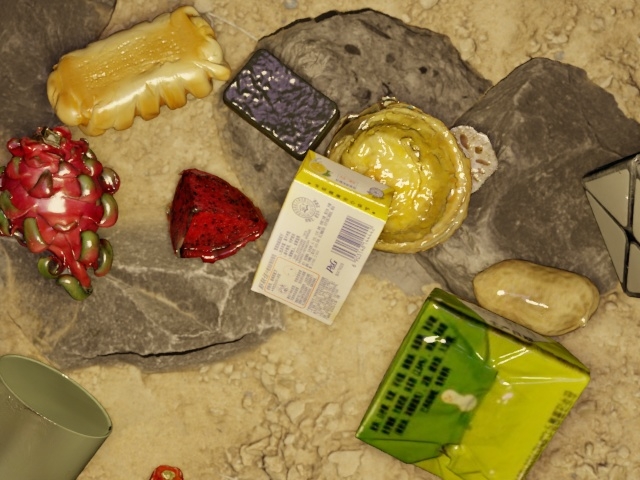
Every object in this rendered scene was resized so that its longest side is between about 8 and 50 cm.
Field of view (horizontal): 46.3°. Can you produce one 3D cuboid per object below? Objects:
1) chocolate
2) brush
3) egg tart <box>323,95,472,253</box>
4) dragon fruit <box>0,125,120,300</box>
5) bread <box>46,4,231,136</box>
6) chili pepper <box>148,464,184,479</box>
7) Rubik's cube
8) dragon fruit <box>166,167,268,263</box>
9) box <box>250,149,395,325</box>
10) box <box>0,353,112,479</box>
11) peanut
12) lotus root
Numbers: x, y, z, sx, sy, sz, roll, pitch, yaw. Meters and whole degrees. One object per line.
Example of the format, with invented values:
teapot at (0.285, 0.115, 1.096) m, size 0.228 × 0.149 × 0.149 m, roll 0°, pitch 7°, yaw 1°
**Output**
chocolate at (0.251, 0.257, 1.279) m, size 0.288 × 0.137 × 0.301 m, roll 25°, pitch 112°, yaw 0°
brush at (-0.071, -0.247, 1.362) m, size 0.197 × 0.059 × 0.123 m, roll 37°, pitch 87°, yaw 0°
egg tart at (0.120, -0.110, 1.297) m, size 0.290 × 0.107 × 0.291 m, roll 3°, pitch 98°, yaw 21°
dragon fruit at (-0.444, -0.055, 1.288) m, size 0.218 × 0.198 × 0.273 m, roll -30°, pitch 75°, yaw -32°
bread at (-0.322, -0.291, 1.321) m, size 0.311 × 0.121 × 0.173 m, roll -23°, pitch 73°, yaw -7°
chili pepper at (-0.282, 0.469, 1.344) m, size 0.073 × 0.070 × 0.123 m, roll 18°, pitch 93°, yaw 43°
Rubik's cube at (0.638, -0.056, 1.270) m, size 0.259 × 0.260 × 0.255 m, roll -23°, pitch 90°, yaw -4°
dragon fruit at (-0.190, -0.041, 1.355) m, size 0.161 × 0.120 × 0.127 m, roll 10°, pitch 45°, yaw -25°
box at (0.000, 0.000, 1.269) m, size 0.168 × 0.097 × 0.265 m, roll 24°, pitch 129°, yaw 1°
box at (-0.489, 0.318, 1.264) m, size 0.226 × 0.226 × 0.149 m, roll 37°, pitch 88°, yaw 0°
peanut at (0.379, 0.103, 1.327) m, size 0.224 × 0.129 × 0.129 m, roll 10°, pitch 89°, yaw 6°
lotus root at (0.251, -0.140, 1.354) m, size 0.112 × 0.081 × 0.122 m, roll 43°, pitch 89°, yaw 2°
